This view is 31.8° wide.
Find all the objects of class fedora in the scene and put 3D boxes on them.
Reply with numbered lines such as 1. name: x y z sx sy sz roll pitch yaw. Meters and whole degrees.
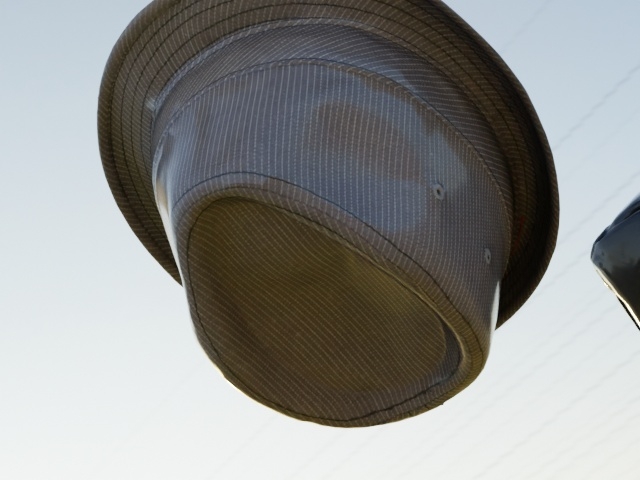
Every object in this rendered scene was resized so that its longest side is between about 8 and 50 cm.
1. fedora: 0.000 0.000 0.587 0.243 0.124 0.275 -20 -55 22

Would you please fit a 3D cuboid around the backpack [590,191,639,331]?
1. backpack: 0.415 -0.026 0.781 0.355 0.273 0.290 -30 -6 -48
